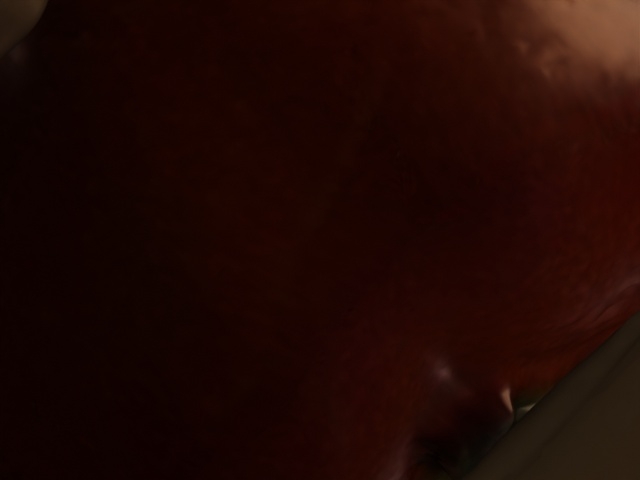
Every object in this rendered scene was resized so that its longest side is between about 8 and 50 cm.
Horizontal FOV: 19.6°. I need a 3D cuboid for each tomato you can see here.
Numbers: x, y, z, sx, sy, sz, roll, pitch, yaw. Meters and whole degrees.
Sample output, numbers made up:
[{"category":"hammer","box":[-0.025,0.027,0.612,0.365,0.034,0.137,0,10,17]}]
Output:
[{"category":"tomato","box":[0.000,0.000,0.673,0.273,0.341,0.341,47,-4,32]}]

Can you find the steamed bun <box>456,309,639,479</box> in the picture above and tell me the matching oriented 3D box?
[{"category":"steamed bun","box":[0.194,0.197,0.384,0.456,0.371,0.290,49,1,-34]}]

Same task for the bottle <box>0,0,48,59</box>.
[{"category":"bottle","box":[-0.124,-0.068,0.478,0.097,0.209,0.110,50,-3,38]}]
